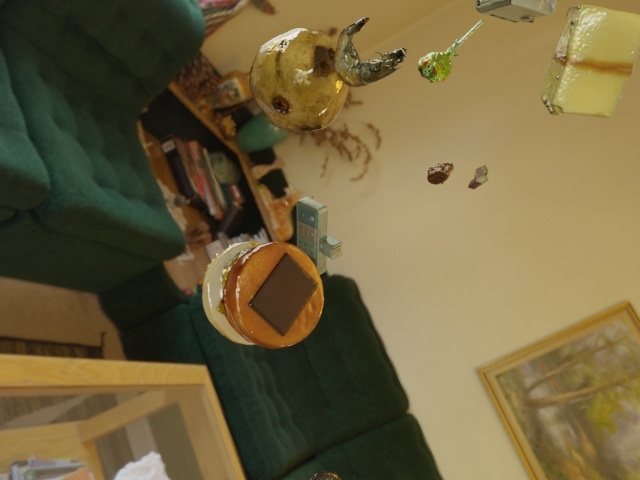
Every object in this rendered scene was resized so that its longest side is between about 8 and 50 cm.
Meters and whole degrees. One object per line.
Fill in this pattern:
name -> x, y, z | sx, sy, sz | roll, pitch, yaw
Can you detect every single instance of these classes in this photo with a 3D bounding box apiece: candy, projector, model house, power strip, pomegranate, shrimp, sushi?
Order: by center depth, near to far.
shrimp -> 0.111, -0.450, 1.444 | 0.051, 0.217, 0.150 | -27, 106, -43
candy -> 0.342, -0.489, 1.542 | 0.077, 0.262, 0.073 | 51, -26, -15
pomegranate -> -0.049, -0.432, 1.650 | 0.281, 0.281, 0.281 | 62, 8, -14
power strip -> 0.000, 0.000, 1.657 | 0.145, 0.061, 0.216 | 29, -48, 37
sushi -> 0.378, -0.215, 1.918 | 0.061, 0.118, 0.060 | 40, 59, -31
projector -> 0.669, -0.836, 2.035 | 0.177, 0.242, 0.163 | 18, -77, 60
model house -> 0.565, -0.224, 2.170 | 0.057, 0.058, 0.083 | 64, -20, 8

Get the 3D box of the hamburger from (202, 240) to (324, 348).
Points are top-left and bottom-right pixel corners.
hamburger -> -0.149, 0.129, 1.519 | 0.225, 0.291, 0.291 | -5, -63, 58

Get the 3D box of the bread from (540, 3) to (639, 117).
bread -> 0.626, -0.456, 1.522 | 0.236, 0.198, 0.263 | -124, -137, -60

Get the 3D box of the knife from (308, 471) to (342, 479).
knife -> 0.044, 0.507, 1.219 | 0.021, 0.045, 0.222 | 39, -10, 50
